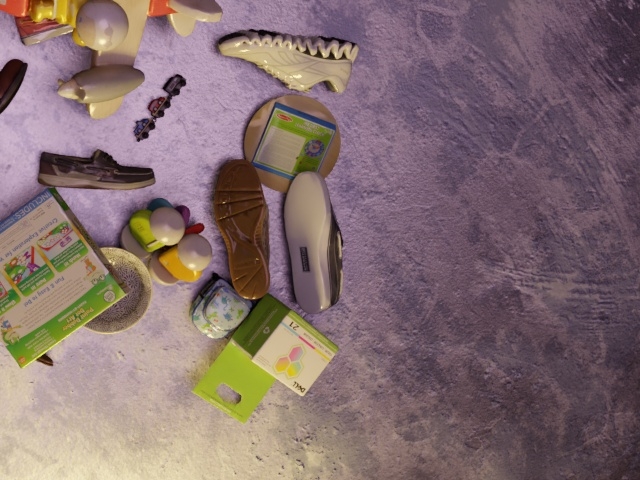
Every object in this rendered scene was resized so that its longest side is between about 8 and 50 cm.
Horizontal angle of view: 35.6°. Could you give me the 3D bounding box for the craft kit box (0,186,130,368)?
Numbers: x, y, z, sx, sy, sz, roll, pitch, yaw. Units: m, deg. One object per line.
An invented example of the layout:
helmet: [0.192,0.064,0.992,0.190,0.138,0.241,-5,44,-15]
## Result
craft kit box: [-0.529,0.070,1.872,0.249,0.061,0.247,-35,93,3]

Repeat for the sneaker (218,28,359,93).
sneaker: [-0.064,-0.360,2.012,0.292,0.110,0.118,3,107,-21]

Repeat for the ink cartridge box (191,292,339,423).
ink cartridge box: [-0.111,0.266,2.069,0.255,0.097,0.189,-53,133,-5]

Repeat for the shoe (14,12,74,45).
shoe: [-0.483,-0.429,1.860,0.177,0.063,0.081,-22,110,-12]

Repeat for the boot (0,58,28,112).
boot: [-0.708,-0.304,1.803,0.280,0.096,0.264,44,90,-14]

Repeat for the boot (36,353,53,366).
boot: [-0.539,0.178,1.959,0.106,0.037,0.114,38,80,-24]

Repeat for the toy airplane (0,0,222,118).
toy airplane: [-0.352,-0.411,1.715,0.384,0.272,0.386,-28,132,12]

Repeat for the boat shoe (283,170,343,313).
boat shoe: [0.000,0.000,2.096,0.102,0.108,0.301,-18,105,-52]

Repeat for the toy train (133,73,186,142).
toy train: [-0.320,-0.262,1.968,0.036,0.027,0.158,36,85,-18]

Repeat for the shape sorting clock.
shape sorting clock: [-0.058,-0.200,2.069,0.206,0.040,0.206,-5,111,-13]

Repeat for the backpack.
backpack: [-0.209,0.144,2.048,0.105,0.084,0.114,41,86,-19]

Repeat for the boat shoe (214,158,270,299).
boat shoe: [-0.156,-0.025,2.046,0.104,0.089,0.285,-4,96,4]

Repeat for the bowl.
bowl: [-0.416,0.091,1.959,0.170,0.080,0.170,-2,99,-13]

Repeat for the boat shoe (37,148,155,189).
boat shoe: [-0.428,-0.138,1.921,0.223,0.080,0.074,0,104,-16]

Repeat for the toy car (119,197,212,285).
toy car: [-0.292,-0.009,1.973,0.182,0.159,0.136,45,48,-20]
